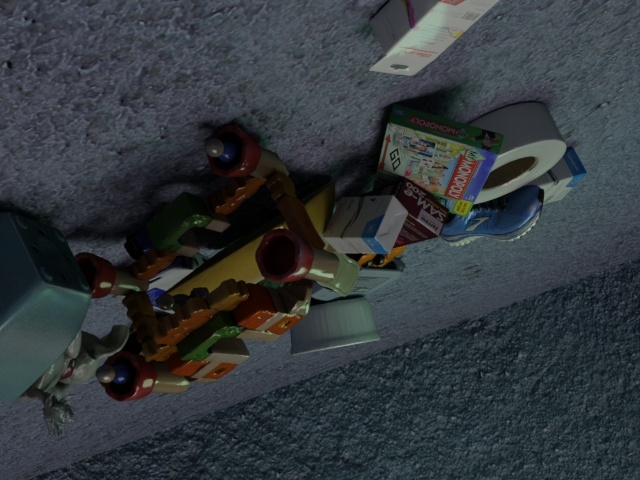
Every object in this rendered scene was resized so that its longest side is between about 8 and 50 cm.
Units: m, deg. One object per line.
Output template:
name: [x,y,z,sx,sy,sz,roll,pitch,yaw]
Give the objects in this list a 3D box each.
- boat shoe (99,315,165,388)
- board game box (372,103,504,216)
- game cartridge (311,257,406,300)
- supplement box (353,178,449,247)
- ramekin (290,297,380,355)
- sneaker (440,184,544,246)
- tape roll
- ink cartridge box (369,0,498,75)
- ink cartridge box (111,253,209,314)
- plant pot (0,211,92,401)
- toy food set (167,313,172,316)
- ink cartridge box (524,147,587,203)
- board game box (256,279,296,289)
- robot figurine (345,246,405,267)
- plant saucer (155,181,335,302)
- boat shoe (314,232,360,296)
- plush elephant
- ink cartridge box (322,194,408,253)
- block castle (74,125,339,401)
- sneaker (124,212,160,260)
boat shoe: [-0.494,0.287,2.265,0.307,0.111,0.104,-41,152,23]
board game box: [0.224,-0.151,1.732,0.213,0.046,0.317,17,160,5]
game cartridge: [0.097,0.111,2.514,0.198,0.062,0.297,-28,162,30]
supplement box: [0.149,-0.049,1.880,0.130,0.073,0.239,33,157,-23]
ramekin: [0.035,0.259,2.639,0.277,0.135,0.277,-11,173,-1]
sneaker: [0.392,-0.074,2.124,0.330,0.130,0.147,-16,140,43]
tape roll: [0.393,-0.187,1.927,0.286,0.100,0.286,-20,162,-7]
ink cartridge box: [0.157,-0.331,1.293,0.115,0.067,0.198,-3,152,-45]
ink cartridge box: [-0.326,0.091,1.947,0.165,0.065,0.332,-25,163,9]
plant pot: [-0.535,0.093,1.443,0.252,0.247,0.248,-35,160,9]
toy food set: [-0.306,0.197,2.187,0.104,0.111,0.232,-25,171,8]
ink cartridge box: [0.554,-0.150,2.241,0.203,0.086,0.148,-14,160,-20]
board game box: [-0.095,0.053,1.901,0.126,0.186,0.026,-33,151,30]
robot figurine: [0.156,-0.016,2.147,0.211,0.085,0.291,-10,154,-34]
plant saucer: [-0.125,0.026,1.753,0.332,0.081,0.333,-31,-175,24]
boat shoe: [-0.003,0.033,2.017,0.127,0.113,0.340,-63,157,-6]
plush elephant: [-0.545,0.212,1.757,0.271,0.330,0.255,-33,178,11]
ink cartridge box: [0.076,-0.031,1.761,0.180,0.104,0.060,0,146,45]
block castle: [-0.221,0.053,1.486,0.453,0.303,0.212,-37,154,21]
sneaker: [-0.335,0.000,1.681,0.084,0.058,0.152,-26,170,-17]
